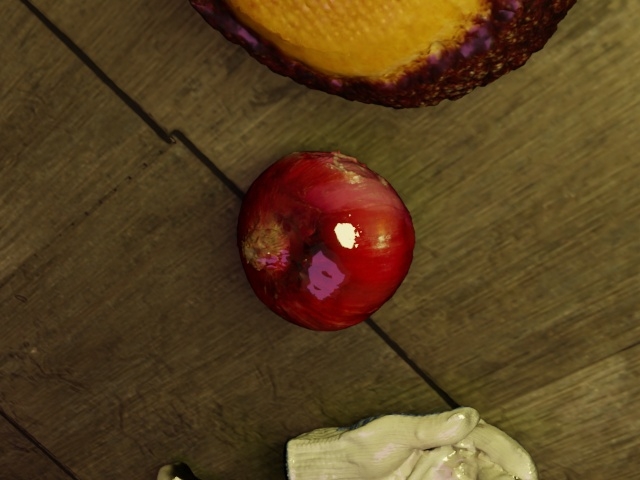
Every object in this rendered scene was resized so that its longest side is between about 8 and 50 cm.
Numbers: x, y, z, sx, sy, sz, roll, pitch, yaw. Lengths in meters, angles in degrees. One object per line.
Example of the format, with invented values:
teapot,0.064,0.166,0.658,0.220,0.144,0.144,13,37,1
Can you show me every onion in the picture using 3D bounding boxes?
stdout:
onion,0.000,0.000,0.933,0.131,0.131,0.131,17,136,18

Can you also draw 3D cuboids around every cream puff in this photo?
cream puff,0.035,-0.187,0.697,0.239,0.165,0.239,17,136,18

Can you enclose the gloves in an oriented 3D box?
gloves,0.073,0.181,1.079,0.229,0.097,0.119,1,126,41

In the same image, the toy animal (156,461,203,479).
toy animal,-0.005,0.333,1.208,0.344,0.194,0.303,47,143,-19
